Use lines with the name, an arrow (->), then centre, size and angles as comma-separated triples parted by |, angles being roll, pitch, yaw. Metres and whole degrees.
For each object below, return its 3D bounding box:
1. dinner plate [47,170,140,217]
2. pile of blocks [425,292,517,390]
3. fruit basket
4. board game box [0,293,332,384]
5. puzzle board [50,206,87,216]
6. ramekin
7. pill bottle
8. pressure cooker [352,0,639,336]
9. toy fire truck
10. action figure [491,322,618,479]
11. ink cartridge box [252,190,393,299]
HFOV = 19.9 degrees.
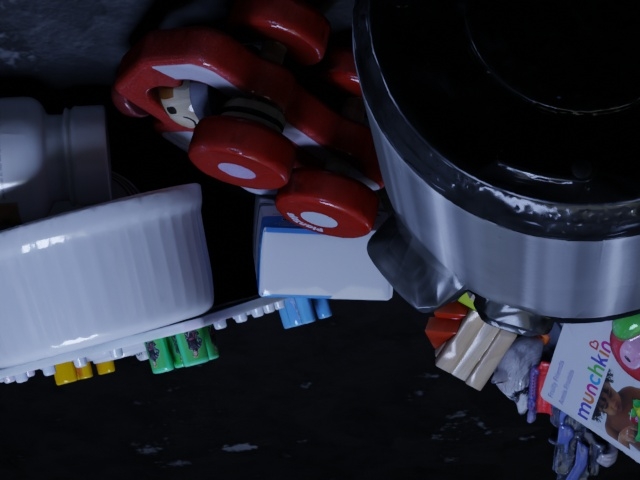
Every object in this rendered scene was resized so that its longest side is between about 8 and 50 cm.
dinner plate -> -0.264, -0.042, 2.034 | 0.141, 0.017, 0.141 | 1, 141, 1
pile of blocks -> 0.218, 0.018, 2.075 | 0.112, 0.149, 0.362 | 29, 133, -10
fruit basket -> 0.417, 0.152, 2.044 | 0.353, 0.165, 0.327 | 31, 129, 23
board game box -> -0.221, 0.130, 2.103 | 0.389, 0.050, 0.390 | -15, 180, 23
puzzle board -> -0.235, -0.017, 2.096 | 0.128, 0.011, 0.096 | -11, 147, 15
ramekin -> -0.242, 0.039, 1.898 | 0.277, 0.135, 0.277 | -14, 180, 0
pill bottle -> -0.331, -0.080, 1.866 | 0.229, 0.131, 0.131 | -4, 149, -5
pressure cooker -> 0.216, -0.118, 1.563 | 0.369, 0.376, 0.420 | 1, 163, 8
toy fire truck -> -0.076, -0.119, 1.806 | 0.254, 0.169, 0.302 | -1, 157, 43
action figure -> 0.373, 0.197, 2.320 | 0.330, 0.178, 0.341 | 7, 124, -4
ink cartridge box -> 0.000, 0.000, 1.959 | 0.139, 0.191, 0.082 | 2, 107, -5
